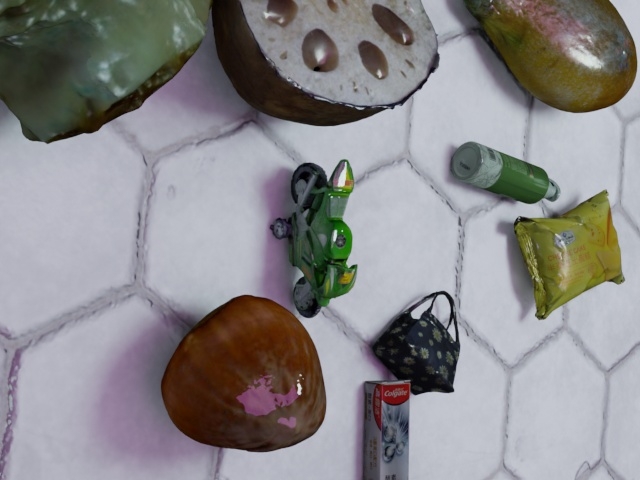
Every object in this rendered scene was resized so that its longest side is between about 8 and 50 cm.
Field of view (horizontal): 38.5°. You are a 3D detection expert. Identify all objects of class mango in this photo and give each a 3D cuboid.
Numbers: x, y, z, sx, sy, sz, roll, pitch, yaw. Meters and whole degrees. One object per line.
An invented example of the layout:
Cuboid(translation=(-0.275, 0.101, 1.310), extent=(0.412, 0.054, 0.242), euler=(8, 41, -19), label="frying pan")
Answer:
Cuboid(translation=(0.341, -0.309, 1.365), extent=(0.316, 0.146, 0.193), euler=(28, 70, -20), label="mango")

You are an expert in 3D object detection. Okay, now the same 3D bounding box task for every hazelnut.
Cuboid(translation=(-0.075, 0.145, 0.992), extent=(0.182, 0.182, 0.182), euler=(1, 88, -39), label="hazelnut")

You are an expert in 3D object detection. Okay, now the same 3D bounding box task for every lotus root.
Cuboid(translation=(-0.015, -0.242, 1.046), extent=(0.272, 0.192, 0.272), euler=(5, 80, -30), label="lotus root")

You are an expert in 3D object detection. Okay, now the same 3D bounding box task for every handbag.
Cuboid(translation=(0.149, 0.126, 1.239), extent=(0.115, 0.072, 0.139), euler=(47, 58, -26), label="handbag")

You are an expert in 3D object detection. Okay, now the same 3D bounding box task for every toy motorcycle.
Cuboid(translation=(0.000, 0.000, 1.099), extent=(0.074, 0.106, 0.190), euler=(0, 90, -39), label="toy motorcycle")

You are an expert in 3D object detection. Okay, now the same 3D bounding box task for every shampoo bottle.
Cuboid(translation=(0.282, -0.094, 1.358), extent=(0.204, 0.065, 0.065), euler=(14, 80, -38), label="shampoo bottle")

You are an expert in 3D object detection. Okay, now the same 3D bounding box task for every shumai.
Cuboid(translation=(-0.256, -0.259, 0.804), extent=(0.323, 0.324, 0.397), euler=(44, 71, -47), label="shumai")

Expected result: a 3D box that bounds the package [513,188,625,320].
Cuboid(translation=(0.392, 0.016, 1.422), extent=(0.226, 0.090, 0.168), euler=(-20, 99, -35), label="package")

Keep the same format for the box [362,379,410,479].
Cuboid(translation=(0.086, 0.292, 1.202), extent=(0.055, 0.039, 0.218), euler=(2, 87, -37), label="box")
